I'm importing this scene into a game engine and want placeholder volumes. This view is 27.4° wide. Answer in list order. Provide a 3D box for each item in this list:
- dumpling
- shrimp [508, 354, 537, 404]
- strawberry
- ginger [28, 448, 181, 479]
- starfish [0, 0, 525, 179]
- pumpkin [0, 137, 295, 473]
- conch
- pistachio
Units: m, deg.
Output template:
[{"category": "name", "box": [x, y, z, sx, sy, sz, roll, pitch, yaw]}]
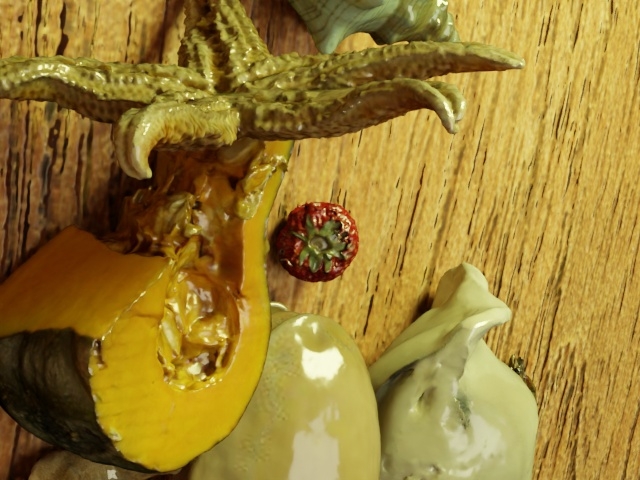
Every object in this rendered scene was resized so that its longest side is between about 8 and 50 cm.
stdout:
[{"category": "dumpling", "box": [0.107, 0.177, 1.241, 0.243, 0.187, 0.318, -80, 172, -63]}, {"category": "shrimp", "box": [0.220, 0.167, 1.425, 0.059, 0.023, 0.108, -31, 123, -48]}, {"category": "strawberry", "box": [0.000, 0.000, 1.120, 0.083, 0.073, 0.073, -40, 139, -80]}, {"category": "ginger", "box": [-0.215, 0.217, 0.945, 0.288, 0.075, 0.089, -31, 102, -31]}, {"category": "starfish", "box": [-0.062, -0.115, 0.872, 0.375, 0.327, 0.094, -7, 124, -12]}, {"category": "pumpkin", "box": [-0.132, 0.017, 0.923, 0.190, 0.139, 0.280, -2, 102, -49]}, {"category": "conch", "box": [0.020, -0.198, 1.034, 0.234, 0.137, 0.114, 7, 123, -38]}, {"category": "pistachio", "box": [-0.043, 0.198, 1.053, 0.182, 0.162, 0.293, 13, 93, -40]}]
